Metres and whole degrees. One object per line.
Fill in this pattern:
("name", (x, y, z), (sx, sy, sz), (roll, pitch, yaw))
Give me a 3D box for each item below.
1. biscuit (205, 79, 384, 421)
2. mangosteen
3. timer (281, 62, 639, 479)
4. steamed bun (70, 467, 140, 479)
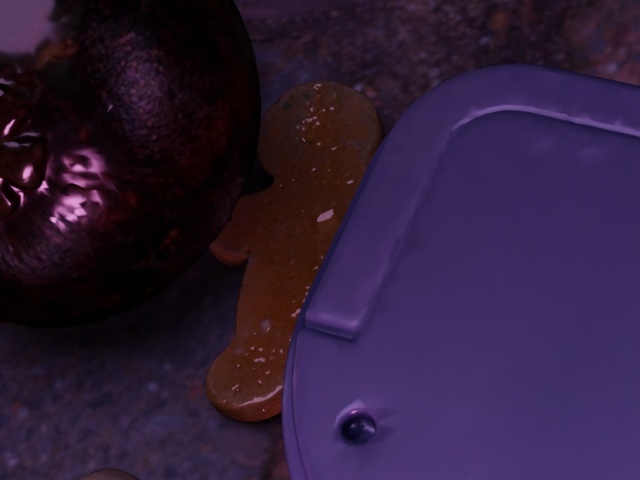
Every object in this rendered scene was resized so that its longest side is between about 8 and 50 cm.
("biscuit", (0.000, 0.000, 1.146), (0.153, 0.030, 0.234), (-9, 59, 12))
("mangosteen", (-0.167, -0.088, 1.120), (0.288, 0.288, 0.288), (-8, 59, 13))
("timer", (0.163, 0.110, 0.946), (0.395, 0.173, 0.395), (-7, 60, 12))
("steamed bun", (-0.133, 0.201, 1.037), (0.130, 0.091, 0.112), (-39, 59, -5))
